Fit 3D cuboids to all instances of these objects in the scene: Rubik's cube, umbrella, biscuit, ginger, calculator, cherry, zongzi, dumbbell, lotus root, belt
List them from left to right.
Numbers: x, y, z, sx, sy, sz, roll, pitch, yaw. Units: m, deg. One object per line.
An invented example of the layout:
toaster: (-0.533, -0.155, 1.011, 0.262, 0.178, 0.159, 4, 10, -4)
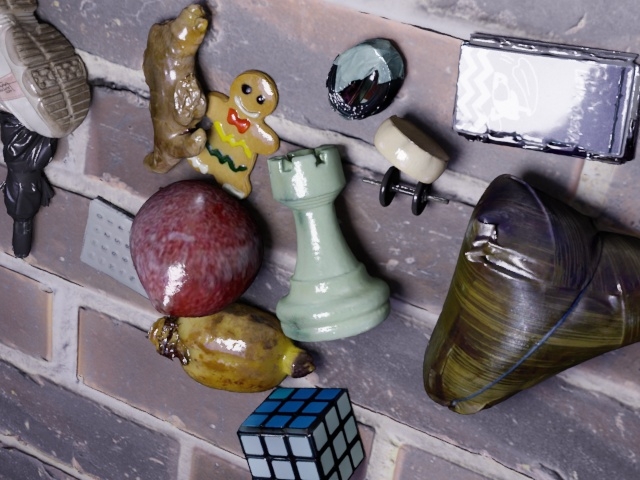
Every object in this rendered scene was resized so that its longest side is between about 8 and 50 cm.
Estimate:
umbrella: (-0.569, -0.109, 1.985, 0.118, 0.118, 0.340, 25, 123, 15)
calculator: (-0.344, 0.036, 1.988, 0.262, 0.021, 0.161, 28, 124, 14)
ginger: (-0.248, -0.245, 1.752, 0.166, 0.080, 0.333, 34, 124, 42)
cherry: (-0.214, 0.018, 1.761, 0.230, 0.300, 0.203, 41, 123, -19)
biscuit: (-0.145, -0.186, 1.765, 0.158, 0.035, 0.240, 33, 125, 7)
lotus root: (-0.155, 0.197, 1.894, 0.314, 0.141, 0.169, 13, 122, 12)
Rubik's cube: (-0.034, 0.374, 1.903, 0.161, 0.162, 0.163, -4, 113, 30)
belt: (0.070, -0.251, 1.604, 0.105, 0.058, 0.140, 47, 130, 8)
dumbbell: (0.135, -0.079, 1.645, 0.147, 0.069, 0.069, 17, 120, 20)
calculator: (0.328, -0.207, 1.507, 0.274, 0.028, 0.165, 13, 116, 20)
zongzi: (0.391, 0.149, 1.565, 0.432, 0.208, 0.403, 19, 127, 5)

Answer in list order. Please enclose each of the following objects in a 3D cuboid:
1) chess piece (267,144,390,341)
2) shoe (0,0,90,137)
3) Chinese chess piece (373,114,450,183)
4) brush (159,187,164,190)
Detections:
chess piece: (0.000, 0.000, 1.698, 0.195, 0.194, 0.299, -5, 103, 30)
shoe: (-0.562, -0.315, 1.834, 0.198, 0.172, 0.351, -33, 84, 26)
Chinese chess piece: (0.139, -0.139, 1.581, 0.122, 0.122, 0.051, 39, 110, 6)
brush: (-0.261, -0.080, 1.893, 0.083, 0.008, 0.024, 25, 126, 15)
